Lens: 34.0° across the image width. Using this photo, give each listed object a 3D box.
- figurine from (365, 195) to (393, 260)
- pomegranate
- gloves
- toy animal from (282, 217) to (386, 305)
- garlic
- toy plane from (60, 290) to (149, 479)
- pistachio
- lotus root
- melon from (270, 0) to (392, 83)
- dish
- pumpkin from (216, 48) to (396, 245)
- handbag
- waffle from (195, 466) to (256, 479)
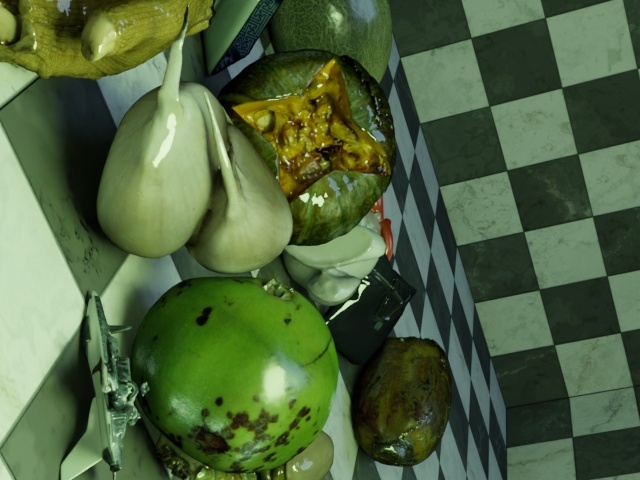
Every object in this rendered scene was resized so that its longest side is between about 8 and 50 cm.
[{"bbox_3d":[0.052,-0.065,2.069,0.208,0.181,0.257,32,-21,39],"label":"figurine"},{"bbox_3d":[-0.108,0.169,1.248,0.270,0.254,0.254,-60,157,-2],"label":"pomegranate"},{"bbox_3d":[-0.256,-0.265,1.169,0.203,0.155,0.356,45,27,12],"label":"gloves"},{"bbox_3d":[0.000,0.000,1.854,0.271,0.206,0.265,62,-3,19],"label":"toy animal"},{"bbox_3d":[-0.128,-0.076,1.239,0.340,0.231,0.246,123,-8,-77],"label":"garlic"},{"bbox_3d":[-0.223,0.154,1.127,0.160,0.082,0.234,100,-8,-53],"label":"toy plane"},{"bbox_3d":[-0.038,0.334,1.581,0.149,0.113,0.113,-34,111,-61],"label":"pistachio"},{"bbox_3d":[0.167,0.322,2.137,0.179,0.196,0.397,65,22,-22],"label":"lotus root"},{"bbox_3d":[0.023,-0.434,2.133,0.248,0.248,0.329,-75,155,-59],"label":"melon"},{"bbox_3d":[-0.137,-0.391,1.787,0.080,0.182,0.243,36,21,-3],"label":"dish"},{"bbox_3d":[-0.031,-0.144,1.639,0.192,0.320,0.320,145,-65,-72],"label":"pumpkin"},{"bbox_3d":[0.090,0.135,2.046,0.089,0.211,0.254,42,-1,29],"label":"handbag"},{"bbox_3d":[-0.132,0.292,1.410,0.169,0.036,0.183,-82,154,-56],"label":"waffle"}]
